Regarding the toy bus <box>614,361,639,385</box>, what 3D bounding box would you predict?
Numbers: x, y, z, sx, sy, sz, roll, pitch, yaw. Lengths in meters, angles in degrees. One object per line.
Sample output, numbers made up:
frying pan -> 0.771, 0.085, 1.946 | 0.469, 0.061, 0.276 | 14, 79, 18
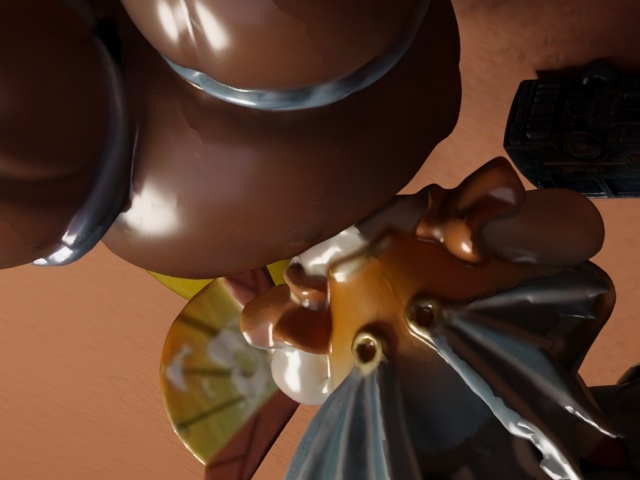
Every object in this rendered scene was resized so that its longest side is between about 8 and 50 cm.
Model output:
toy bus -> 0.227, 0.142, 1.169 | 0.087, 0.089, 0.194 | -1, 145, 32

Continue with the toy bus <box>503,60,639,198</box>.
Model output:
toy bus -> 0.172, -0.049, 0.922 | 0.166, 0.047, 0.065 | 1, 149, 32

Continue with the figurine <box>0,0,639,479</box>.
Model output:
figurine -> -0.001, 0.000, 0.862 | 0.276, 0.248, 0.388 | -29, 104, 19

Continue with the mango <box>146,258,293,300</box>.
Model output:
mango -> -0.055, -0.043, 1.033 | 0.137, 0.098, 0.195 | 17, 144, 12
